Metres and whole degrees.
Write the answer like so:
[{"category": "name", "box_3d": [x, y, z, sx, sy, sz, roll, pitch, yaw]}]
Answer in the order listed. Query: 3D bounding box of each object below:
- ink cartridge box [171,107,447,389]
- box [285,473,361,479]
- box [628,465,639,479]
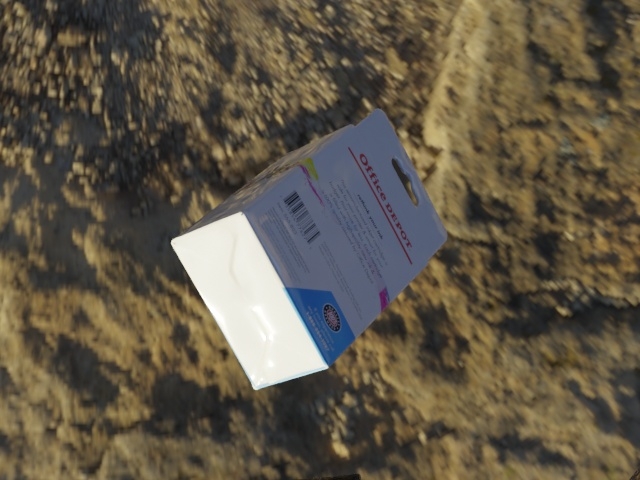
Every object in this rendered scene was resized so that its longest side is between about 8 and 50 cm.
[{"category": "ink cartridge box", "box_3d": [0.000, 0.000, 0.928, 0.061, 0.181, 0.104, -21, 102, 36]}, {"category": "box", "box_3d": [0.015, 0.372, 1.074, 0.073, 0.293, 0.296, -6, 131, 4]}, {"category": "box", "box_3d": [0.206, 0.193, 0.660, 0.167, 0.203, 0.168, 26, 130, 2]}]
